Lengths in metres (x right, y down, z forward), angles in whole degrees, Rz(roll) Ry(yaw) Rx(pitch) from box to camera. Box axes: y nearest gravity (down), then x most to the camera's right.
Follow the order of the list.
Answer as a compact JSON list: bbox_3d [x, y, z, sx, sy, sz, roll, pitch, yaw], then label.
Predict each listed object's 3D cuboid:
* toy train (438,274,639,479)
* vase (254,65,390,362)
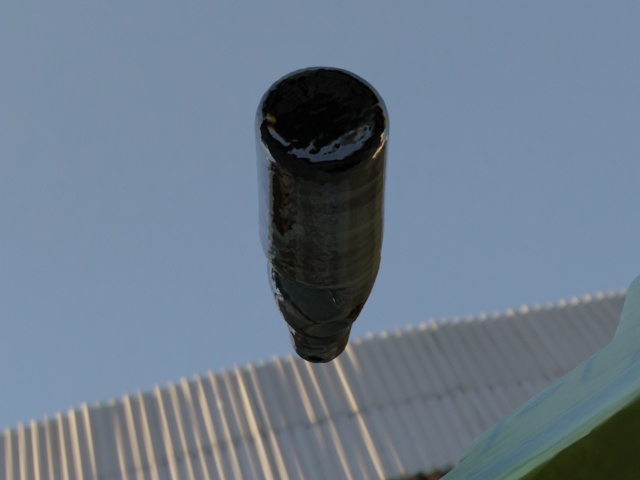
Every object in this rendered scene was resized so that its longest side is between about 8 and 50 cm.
[{"bbox_3d":[0.125,0.065,0.525,0.237,0.369,0.150,-35,-94,12],"label":"toy train"},{"bbox_3d":[0.000,0.000,0.832,0.060,0.060,0.211,-11,-29,-7],"label":"vase"}]
